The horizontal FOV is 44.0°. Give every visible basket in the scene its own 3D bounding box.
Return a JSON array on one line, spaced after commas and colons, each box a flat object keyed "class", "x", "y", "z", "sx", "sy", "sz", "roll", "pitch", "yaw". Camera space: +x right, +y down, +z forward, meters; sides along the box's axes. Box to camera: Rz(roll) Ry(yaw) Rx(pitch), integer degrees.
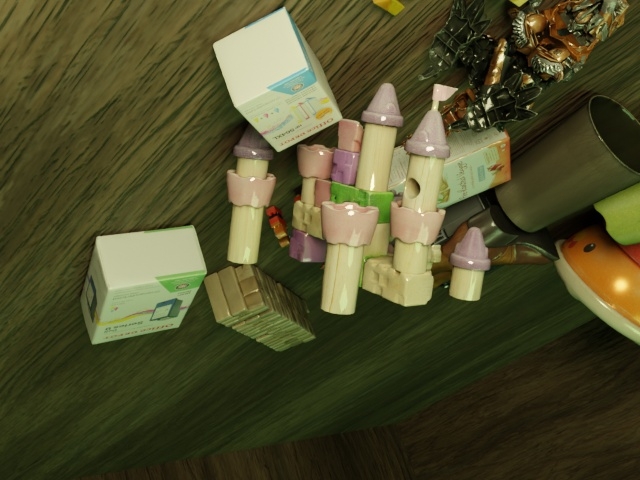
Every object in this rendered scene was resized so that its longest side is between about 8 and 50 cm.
[{"class": "basket", "x": 0.423, "y": -0.120, "z": 1.356, "sx": 0.204, "sy": 0.154, "sz": 0.227, "roll": 4, "pitch": 150, "yaw": -44}]

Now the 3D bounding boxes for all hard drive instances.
[{"class": "hard drive", "x": 0.298, "y": 0.010, "z": 1.643, "sx": 0.237, "sy": 0.064, "sz": 0.339, "roll": -32, "pitch": 155, "yaw": 26}]

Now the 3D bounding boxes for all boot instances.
[{"class": "boot", "x": 0.291, "y": 0.051, "z": 1.526, "sx": 0.264, "sy": 0.096, "sz": 0.280, "roll": 5, "pitch": 147, "yaw": -46}]

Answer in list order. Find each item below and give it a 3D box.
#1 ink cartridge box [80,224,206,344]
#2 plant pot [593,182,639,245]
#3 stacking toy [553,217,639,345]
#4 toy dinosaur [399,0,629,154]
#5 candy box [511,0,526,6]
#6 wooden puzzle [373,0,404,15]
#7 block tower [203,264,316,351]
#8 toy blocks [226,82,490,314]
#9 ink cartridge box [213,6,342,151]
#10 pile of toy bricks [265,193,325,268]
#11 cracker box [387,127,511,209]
[{"class": "ink cartridge box", "x": -0.285, "y": 0.073, "z": 1.258, "sx": 0.154, "sy": 0.093, "sz": 0.212, "roll": -8, "pitch": 156, "yaw": -28}, {"class": "plant pot", "x": 0.645, "y": -0.113, "z": 1.452, "sx": 0.254, "sy": 0.276, "sz": 0.276, "roll": -23, "pitch": 160, "yaw": 38}, {"class": "stacking toy", "x": 0.793, "y": -0.028, "z": 1.781, "sx": 0.350, "sy": 0.351, "sz": 0.480, "roll": 7, "pitch": 126, "yaw": -48}, {"class": "toy dinosaur", "x": 0.243, "y": -0.205, "z": 1.026, "sx": 0.218, "sy": 0.164, "sz": 0.322, "roll": -14, "pitch": 140, "yaw": -58}, {"class": "candy box", "x": 0.253, "y": -0.341, "z": 0.837, "sx": 0.186, "sy": 0.053, "sz": 0.109, "roll": -34, "pitch": 154, "yaw": 31}, {"class": "wooden puzzle", "x": 0.099, "y": -0.294, "z": 0.863, "sx": 0.078, "sy": 0.014, "sz": 0.116, "roll": -1, "pitch": 151, "yaw": -47}, {"class": "block tower", "x": -0.107, "y": 0.138, "z": 1.551, "sx": 0.091, "sy": 0.097, "sz": 0.335, "roll": -24, "pitch": 158, "yaw": 11}, {"class": "toy blocks", "x": 0.068, "y": -0.076, "z": 1.023, "sx": 0.308, "sy": 0.260, "sz": 0.288, "roll": -1, "pitch": -167, "yaw": -36}, {"class": "ink cartridge box", "x": -0.042, "y": -0.176, "z": 0.907, "sx": 0.092, "sy": 0.090, "sz": 0.143, "roll": -25, "pitch": 156, "yaw": 11}, {"class": "pile of toy bricks", "x": 0.000, "y": 0.000, "z": 1.315, "sx": 0.118, "sy": 0.105, "sz": 0.212, "roll": -27, "pitch": 156, "yaw": 14}, {"class": "cracker box", "x": 0.187, "y": -0.109, "z": 1.279, "sx": 0.232, "sy": 0.067, "sz": 0.156, "roll": -22, "pitch": 156, "yaw": 6}]
